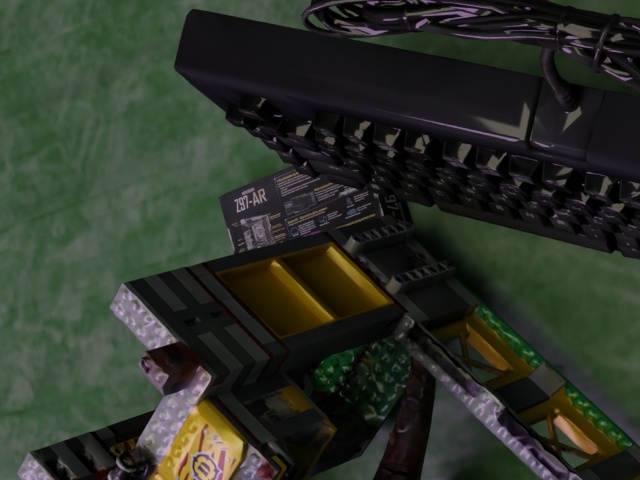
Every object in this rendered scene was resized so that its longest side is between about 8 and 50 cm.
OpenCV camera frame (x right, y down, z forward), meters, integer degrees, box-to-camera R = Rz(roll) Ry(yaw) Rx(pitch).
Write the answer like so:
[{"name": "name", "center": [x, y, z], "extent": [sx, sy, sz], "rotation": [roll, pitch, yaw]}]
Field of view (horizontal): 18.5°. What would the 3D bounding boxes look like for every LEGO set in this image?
[{"name": "LEGO set", "center": [-0.018, 0.155, 0.730], "extent": [0.255, 0.192, 0.331], "rotation": [52, 124, 17]}]

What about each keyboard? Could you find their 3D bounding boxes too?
[{"name": "keyboard", "center": [0.084, -0.030, 0.642], "extent": [0.317, 0.201, 0.033], "rotation": [14, 72, 32]}]

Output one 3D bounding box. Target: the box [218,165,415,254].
[{"name": "box", "center": [0.000, 0.000, 0.825], "extent": [0.083, 0.018, 0.067], "rotation": [-22, 81, 37]}]
